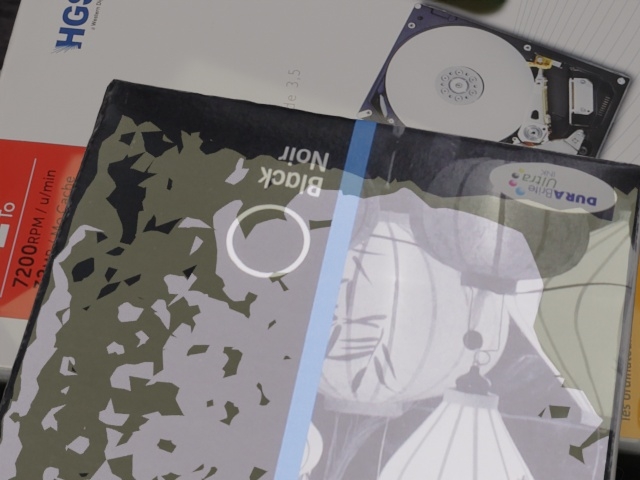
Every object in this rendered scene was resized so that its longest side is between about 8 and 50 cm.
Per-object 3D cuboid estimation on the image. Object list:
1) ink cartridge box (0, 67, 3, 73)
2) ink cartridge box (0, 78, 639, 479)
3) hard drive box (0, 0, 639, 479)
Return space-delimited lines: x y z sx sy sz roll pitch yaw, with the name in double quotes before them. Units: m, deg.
"ink cartridge box" -0.098 -0.043 0.665 0.179 0.045 0.145 -17 45 -26
"ink cartridge box" -0.016 0.116 0.397 0.165 0.065 0.332 9 61 4
"hard drive box" 0.000 0.000 0.553 0.232 0.089 0.181 5 59 3
